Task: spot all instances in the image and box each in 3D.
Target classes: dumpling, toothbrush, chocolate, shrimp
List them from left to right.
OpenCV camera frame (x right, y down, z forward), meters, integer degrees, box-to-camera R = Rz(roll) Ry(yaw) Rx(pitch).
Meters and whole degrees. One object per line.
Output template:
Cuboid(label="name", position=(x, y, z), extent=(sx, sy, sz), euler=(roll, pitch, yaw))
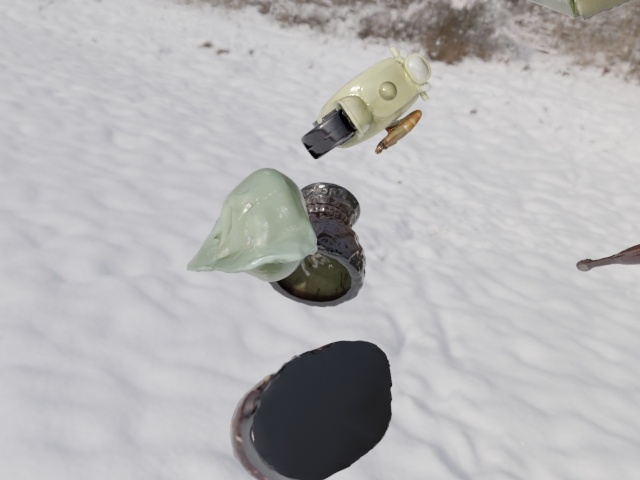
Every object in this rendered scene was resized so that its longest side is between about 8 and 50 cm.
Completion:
Cuboid(label="dumpling", position=(-0.121, -0.010, 1.462), extent=(0.211, 0.270, 0.320), euler=(29, -13, -4))
Cuboid(label="chocolate", position=(-0.031, 0.338, 1.379), extent=(0.340, 0.225, 0.210), euler=(-27, -3, -36))
Cuboid(label="shrimp", position=(0.135, -0.196, 1.305), extent=(0.025, 0.127, 0.091), euler=(52, -22, -14))
Cuboid(label="toothbrush", position=(0.591, 0.021, 1.273), extent=(0.040, 0.041, 0.364), euler=(10, -15, -21))

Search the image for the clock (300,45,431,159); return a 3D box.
Cuboid(label="clock", position=(0.093, -0.279, 1.441), extent=(0.120, 0.276, 0.379), euler=(53, 10, -10))

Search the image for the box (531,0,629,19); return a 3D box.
Cuboid(label="box", position=(0.554, -0.557, 1.287), extent=(0.373, 0.138, 0.420), euler=(-21, 25, 6))

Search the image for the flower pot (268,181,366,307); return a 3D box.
Cuboid(label="flower pot", position=(0.000, 0.000, 1.911), extent=(0.266, 0.267, 0.267), euler=(15, 50, -4))
